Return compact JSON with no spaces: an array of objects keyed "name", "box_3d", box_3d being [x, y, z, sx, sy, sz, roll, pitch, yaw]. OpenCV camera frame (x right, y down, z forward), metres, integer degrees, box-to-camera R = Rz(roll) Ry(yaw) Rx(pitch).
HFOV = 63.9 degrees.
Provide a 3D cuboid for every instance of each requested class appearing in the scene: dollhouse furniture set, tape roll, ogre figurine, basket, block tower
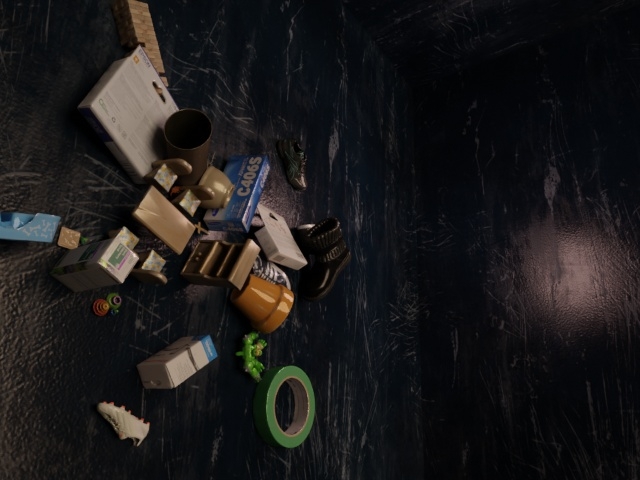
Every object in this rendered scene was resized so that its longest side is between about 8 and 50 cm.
[{"name":"dollhouse furniture set","box_3d":[-0.431,-0.013,1.693,0.394,0.257,0.361,52,50,-42]},{"name":"tape roll","box_3d":[-0.144,0.679,2.108,0.321,0.077,0.320,24,60,-50]},{"name":"ogre figurine","box_3d":[-0.267,0.445,1.993,0.118,0.097,0.196,43,59,-66]},{"name":"basket","box_3d":[-0.465,-0.309,1.797,0.154,0.226,0.204,10,53,-8]},{"name":"block tower","box_3d":[-0.635,-0.679,1.810,0.097,0.091,0.335,-20,97,-57]}]

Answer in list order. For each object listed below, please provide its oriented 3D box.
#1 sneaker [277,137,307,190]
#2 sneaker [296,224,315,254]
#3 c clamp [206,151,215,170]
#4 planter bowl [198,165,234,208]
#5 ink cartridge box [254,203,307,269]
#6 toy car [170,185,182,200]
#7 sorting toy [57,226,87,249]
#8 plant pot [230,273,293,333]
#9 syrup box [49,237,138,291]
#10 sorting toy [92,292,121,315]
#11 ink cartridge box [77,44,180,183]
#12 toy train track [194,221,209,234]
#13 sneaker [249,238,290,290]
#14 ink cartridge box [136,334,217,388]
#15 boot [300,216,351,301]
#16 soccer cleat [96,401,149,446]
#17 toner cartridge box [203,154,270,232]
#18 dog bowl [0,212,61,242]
[{"name":"sneaker","box_3d":[-0.117,-0.366,2.471,0.101,0.106,0.267,-51,123,-52]},{"name":"sneaker","box_3d":[-0.001,0.000,2.532,0.296,0.105,0.146,0,82,-50]},{"name":"c clamp","box_3d":[-0.479,-0.314,1.990,0.161,0.022,0.137,27,63,-52]},{"name":"planter bowl","box_3d":[-0.387,-0.182,1.910,0.109,0.162,0.162,24,49,-3]},{"name":"ink cartridge box","box_3d":[-0.191,-0.014,2.218,0.261,0.066,0.296,61,12,21]},{"name":"toy car","box_3d":[-0.510,-0.166,1.894,0.040,0.060,0.122,42,1,25]},{"name":"sorting toy","box_3d":[-0.729,0.000,1.513,0.083,0.012,0.061,27,53,-46]},{"name":"plant pot","box_3d":[-0.242,0.233,2.019,0.188,0.205,0.205,39,47,-24]},{"name":"syrup box","box_3d":[-0.631,0.070,1.431,0.096,0.237,0.093,52,42,-34]},{"name":"sorting toy","box_3d":[-0.637,0.197,1.559,0.102,0.042,0.061,-34,108,-55]},{"name":"ink cartridge box","box_3d":[-0.610,-0.415,1.706,0.324,0.072,0.329,66,31,-46]},{"name":"toy train track","box_3d":[-0.452,-0.040,1.944,0.083,0.014,0.048,37,43,-52]},{"name":"sneaker","box_3d":[-0.239,0.147,2.118,0.282,0.099,0.153,58,33,-16]},{"name":"ink cartridge box","box_3d":[-0.462,0.390,1.660,0.203,0.148,0.085,-30,106,-56]},{"name":"boot","box_3d":[-0.005,0.084,2.354,0.347,0.131,0.260,-54,143,-24]},{"name":"soccer cleat","box_3d":[-0.583,0.538,1.508,0.196,0.068,0.076,52,44,-38]},{"name":"toner cartridge box","box_3d":[-0.324,-0.192,2.034,0.075,0.166,0.347,71,26,-51]},{"name":"dog bowl","box_3d":[-0.810,-0.040,1.282,0.297,0.166,0.073,10,84,-55]}]
